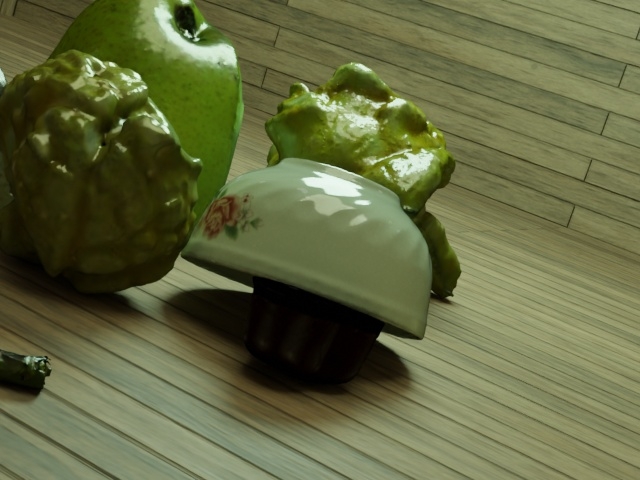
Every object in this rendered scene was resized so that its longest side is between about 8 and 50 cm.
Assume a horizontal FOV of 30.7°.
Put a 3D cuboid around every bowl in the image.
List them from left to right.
[{"bbox_3d":[0.000,0.000,1.253,0.277,0.145,0.277,17,-6,2],"label":"bowl"}]

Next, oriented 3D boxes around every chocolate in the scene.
[{"bbox_3d":[-0.026,0.088,1.100,0.125,0.080,0.149,13,-7,42],"label":"chocolate"}]

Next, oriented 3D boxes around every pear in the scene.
[{"bbox_3d":[-0.255,-0.193,1.553,0.239,0.317,0.342,16,8,-35],"label":"pear"}]

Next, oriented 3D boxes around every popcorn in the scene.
[{"bbox_3d":[-0.228,-0.068,1.170,0.195,0.255,0.256,-25,82,-35],"label":"popcorn"},{"bbox_3d":[0.069,-0.088,1.628,0.321,0.289,0.326,13,-7,-15],"label":"popcorn"}]

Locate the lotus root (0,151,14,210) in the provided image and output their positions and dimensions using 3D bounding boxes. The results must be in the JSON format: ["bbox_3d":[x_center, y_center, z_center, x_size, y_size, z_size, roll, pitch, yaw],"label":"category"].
[{"bbox_3d":[-0.368,-0.092,1.367,0.235,0.138,0.119,12,1,-2],"label":"lotus root"}]

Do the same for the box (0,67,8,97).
[{"bbox_3d":[-0.492,-0.171,1.484,0.151,0.151,0.135,25,20,31],"label":"box"}]

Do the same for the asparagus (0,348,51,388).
[{"bbox_3d":[-0.284,0.077,0.877,0.165,0.030,0.036,19,35,-3],"label":"asparagus"}]
